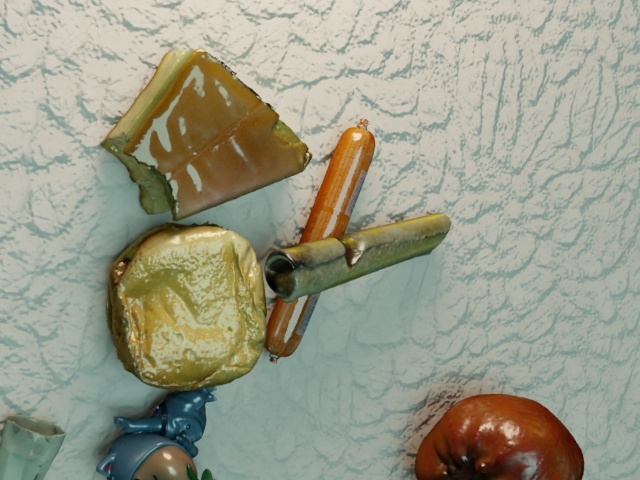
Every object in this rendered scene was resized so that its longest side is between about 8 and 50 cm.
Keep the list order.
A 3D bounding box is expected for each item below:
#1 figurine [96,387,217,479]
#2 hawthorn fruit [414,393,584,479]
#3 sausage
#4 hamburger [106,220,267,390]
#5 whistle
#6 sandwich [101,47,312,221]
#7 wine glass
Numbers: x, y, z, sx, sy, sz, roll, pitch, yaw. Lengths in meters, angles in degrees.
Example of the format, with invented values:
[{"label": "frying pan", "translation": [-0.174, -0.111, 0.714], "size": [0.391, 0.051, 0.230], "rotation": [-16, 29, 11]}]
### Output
[{"label": "figurine", "translation": [-0.177, 0.258, 1.295], "size": [0.178, 0.145, 0.114], "rotation": [-53, 153, -25]}, {"label": "hawthorn fruit", "translation": [0.275, 0.324, 1.504], "size": [0.261, 0.224, 0.224], "rotation": [-4, 99, -44]}, {"label": "sausage", "translation": [0.000, 0.000, 1.394], "size": [0.053, 0.053, 0.347], "rotation": [23, 87, -29]}, {"label": "hamburger", "translation": [-0.158, 0.078, 1.279], "size": [0.214, 0.108, 0.213], "rotation": [0, 91, -20]}, {"label": "whistle", "translation": [0.059, 0.016, 1.381], "size": [0.326, 0.057, 0.068], "rotation": [-14, 134, -46]}, {"label": "sandwich", "translation": [-0.136, -0.098, 1.278], "size": [0.220, 0.108, 0.186], "rotation": [38, 79, -30]}, {"label": "wine glass", "translation": [-0.360, 0.288, 1.236], "size": [0.073, 0.073, 0.155], "rotation": [19, 92, -29]}]
